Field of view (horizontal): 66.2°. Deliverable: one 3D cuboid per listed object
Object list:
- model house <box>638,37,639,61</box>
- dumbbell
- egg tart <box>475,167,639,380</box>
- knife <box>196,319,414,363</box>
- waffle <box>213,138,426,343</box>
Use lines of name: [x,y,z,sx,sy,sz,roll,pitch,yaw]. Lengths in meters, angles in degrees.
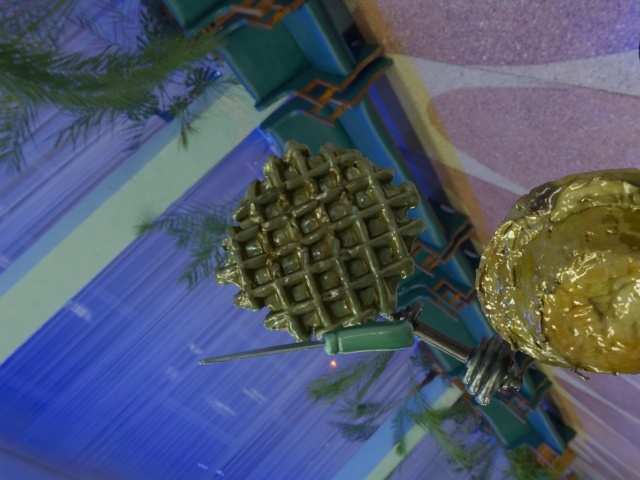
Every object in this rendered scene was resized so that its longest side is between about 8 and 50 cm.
model house: [0.474,-0.188,0.446,0.291,0.185,0.253,-10,-148,-44]
dumbbell: [0.188,0.155,0.757,0.254,0.110,0.110,28,167,19]
egg tart: [0.325,0.058,0.551,0.295,0.294,0.116,46,-148,-5]
knife: [-0.015,0.125,0.594,0.063,0.260,0.035,164,101,-85]
waffle: [0.000,0.000,0.744,0.291,0.310,0.056,25,173,12]
